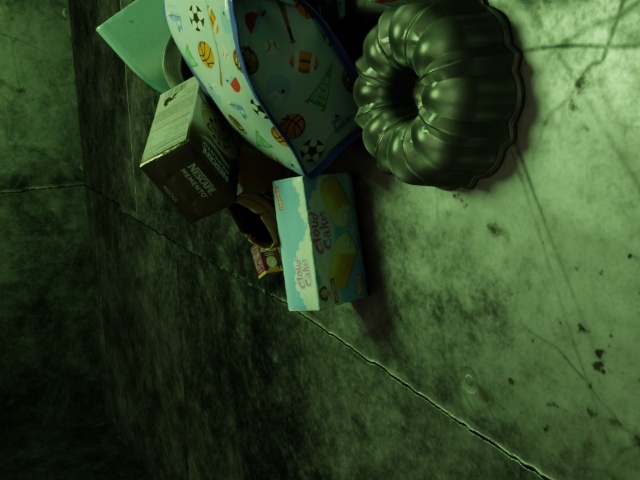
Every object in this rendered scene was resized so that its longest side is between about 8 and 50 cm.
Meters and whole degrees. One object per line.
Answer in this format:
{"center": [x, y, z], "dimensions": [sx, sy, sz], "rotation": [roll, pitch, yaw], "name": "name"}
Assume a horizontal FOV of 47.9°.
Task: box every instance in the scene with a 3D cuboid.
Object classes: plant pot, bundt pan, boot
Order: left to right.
{"center": [-0.401, -0.515, 1.884], "dimensions": [0.252, 0.247, 0.248], "rotation": [54, 177, -21], "name": "plant pot"}
{"center": [-0.145, -0.092, 1.538], "dimensions": [0.283, 0.220, 0.109], "rotation": [46, 121, 8], "name": "boot"}
{"center": [0.164, -0.237, 1.163], "dimensions": [0.331, 0.124, 0.330], "rotation": [22, 116, 55], "name": "bundt pan"}

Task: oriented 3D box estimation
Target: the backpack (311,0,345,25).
{"center": [-0.008, -0.468, 1.422], "dimensions": [0.114, 0.084, 0.104], "rotation": [4, 104, 55], "name": "backpack"}

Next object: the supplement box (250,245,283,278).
{"center": [-0.134, 0.048, 1.810], "dimensions": [0.043, 0.055, 0.083], "rotation": [-39, 65, 54], "name": "supplement box"}

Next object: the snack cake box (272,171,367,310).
{"center": [0.000, 0.000, 1.457], "dimensions": [0.089, 0.152, 0.264], "rotation": [-5, 94, 42], "name": "snack cake box"}

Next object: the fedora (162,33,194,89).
{"center": [-0.220, -0.396, 1.671], "dimensions": [0.124, 0.276, 0.243], "rotation": [-143, 73, -81], "name": "fedora"}

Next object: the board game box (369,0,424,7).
{"center": [0.205, -0.485, 0.935], "dimensions": [0.302, 0.086, 0.308], "rotation": [2, 101, 32], "name": "board game box"}

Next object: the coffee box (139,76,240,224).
{"center": [-0.259, -0.196, 1.498], "dimensions": [0.168, 0.119, 0.297], "rotation": [54, -161, -34], "name": "coffee box"}

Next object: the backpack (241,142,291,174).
{"center": [-0.140, -0.211, 1.690], "dimensions": [0.173, 0.117, 0.158], "rotation": [7, 105, 56], "name": "backpack"}

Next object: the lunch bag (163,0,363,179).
{"center": [-0.111, -0.352, 1.364], "dimensions": [0.328, 0.239, 0.385], "rotation": [30, 162, 53], "name": "lunch bag"}
